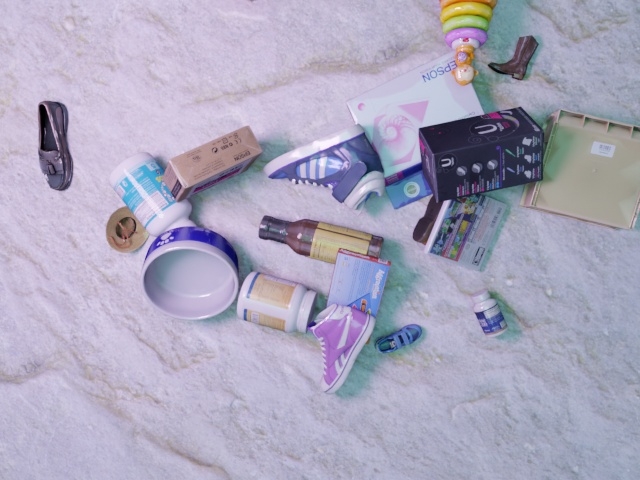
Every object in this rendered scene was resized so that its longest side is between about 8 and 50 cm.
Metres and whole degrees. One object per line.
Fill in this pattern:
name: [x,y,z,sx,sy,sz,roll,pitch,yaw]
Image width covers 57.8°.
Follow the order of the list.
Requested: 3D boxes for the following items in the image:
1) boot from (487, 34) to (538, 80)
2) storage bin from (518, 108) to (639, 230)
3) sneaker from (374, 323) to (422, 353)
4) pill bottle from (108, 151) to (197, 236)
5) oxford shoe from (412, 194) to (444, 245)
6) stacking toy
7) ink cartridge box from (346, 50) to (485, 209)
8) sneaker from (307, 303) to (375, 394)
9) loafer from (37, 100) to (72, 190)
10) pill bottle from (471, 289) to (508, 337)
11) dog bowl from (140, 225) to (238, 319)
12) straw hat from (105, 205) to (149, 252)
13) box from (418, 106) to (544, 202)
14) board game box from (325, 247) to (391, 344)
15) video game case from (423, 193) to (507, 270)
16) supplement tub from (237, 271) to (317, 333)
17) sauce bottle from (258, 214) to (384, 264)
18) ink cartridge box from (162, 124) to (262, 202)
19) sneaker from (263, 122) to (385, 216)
boot: [0.511,-0.495,1.533,0.107,0.037,0.114,19,101,-7]
storage bin: [0.690,-0.179,1.495,0.263,0.123,0.260,15,97,7]
sneaker: [0.220,0.283,1.637,0.144,0.059,0.053,-26,89,9]
pill bottle: [-0.469,-0.112,1.655,0.146,0.146,0.264,-39,90,10]
oxford shoe: [0.337,-0.079,1.589,0.076,0.076,0.212,25,104,-26]
stacking toy: [0.367,-0.541,1.466,0.175,0.166,0.301,3,87,8]
ink cartridge box: [0.281,-0.294,1.571,0.324,0.071,0.329,-24,90,9]
sneaker: [0.024,0.295,1.619,0.161,0.102,0.281,21,111,-7]
loafer: [-0.803,-0.281,1.718,0.096,0.084,0.267,-1,95,8]
pill bottle: [0.461,0.200,1.590,0.067,0.067,0.120,-25,91,10]
dog bowl: [-0.361,0.093,1.618,0.265,0.104,0.264,-3,126,-4]
straw hat: [-0.582,-0.039,1.718,0.061,0.145,0.144,19,100,49]
box: [0.400,-0.219,1.459,0.271,0.165,0.143,-12,124,2]
board game box: [0.094,0.159,1.603,0.145,0.027,0.281,16,122,7]
video game case: [0.390,-0.033,1.559,0.184,0.023,0.201,17,100,-24]
supplement tub: [-0.120,0.177,1.632,0.200,0.144,0.144,15,97,7]
sauce bottle: [0.000,0.000,1.618,0.345,0.111,0.111,15,97,8]
ink cartridge box: [-0.293,-0.202,1.554,0.235,0.193,0.088,-29,92,-21]
sneaker: [0.018,-0.156,1.578,0.323,0.130,0.236,-19,100,26]
